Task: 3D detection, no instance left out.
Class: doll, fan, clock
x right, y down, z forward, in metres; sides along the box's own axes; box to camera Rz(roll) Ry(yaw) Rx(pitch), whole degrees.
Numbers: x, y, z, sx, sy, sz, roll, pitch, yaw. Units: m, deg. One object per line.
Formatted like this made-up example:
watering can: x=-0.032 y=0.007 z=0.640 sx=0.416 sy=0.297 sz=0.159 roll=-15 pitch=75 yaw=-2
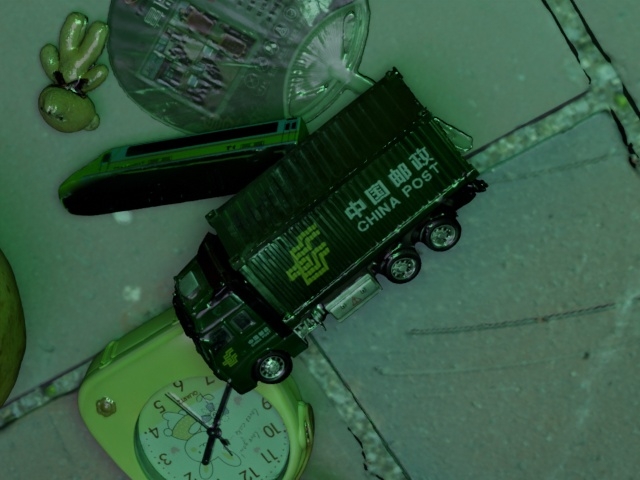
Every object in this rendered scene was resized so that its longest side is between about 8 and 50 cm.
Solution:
doll: x=-0.197 y=-0.133 z=1.578 sx=0.061 sy=0.051 sz=0.093 roll=21 pitch=89 yaw=16
fan: x=-0.047 y=-0.142 z=1.564 sx=0.223 sy=0.012 sz=0.294 roll=-28 pitch=109 yaw=18
clock: x=-0.083 y=0.165 z=1.678 sx=0.170 sy=0.069 sz=0.232 roll=-30 pitch=109 yaw=17

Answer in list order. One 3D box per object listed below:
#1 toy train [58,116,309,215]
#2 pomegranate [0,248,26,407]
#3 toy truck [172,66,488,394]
toy train: x=-0.110 y=-0.060 z=1.588 sx=0.209 sy=0.042 sz=0.044 roll=-8 pitch=132 yaw=15
pomegranate: x=-0.368 y=0.060 z=1.553 sx=0.281 sy=0.281 sz=0.281 roll=2 pitch=115 yaw=5
toy truck: x=0.000 y=0.000 z=1.534 sx=0.259 sy=0.088 sz=0.121 roll=-39 pitch=126 yaw=4
